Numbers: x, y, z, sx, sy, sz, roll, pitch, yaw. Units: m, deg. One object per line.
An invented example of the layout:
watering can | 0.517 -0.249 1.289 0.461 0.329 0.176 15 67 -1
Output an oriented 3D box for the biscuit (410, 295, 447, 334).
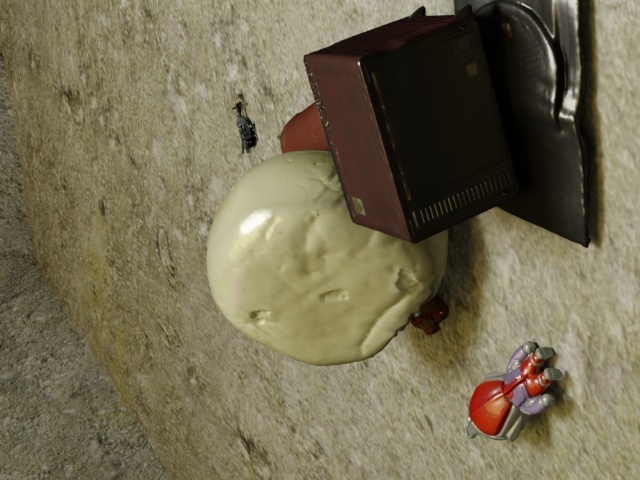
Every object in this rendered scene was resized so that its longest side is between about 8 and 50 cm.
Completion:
biscuit | 0.148 0.083 1.827 0.119 0.019 0.129 -27 82 65

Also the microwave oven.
microwave oven | 0.111 -0.144 1.465 0.188 0.178 0.247 23 133 66

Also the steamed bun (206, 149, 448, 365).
steamed bun | 0.000 0.000 1.719 0.334 0.312 0.233 -42 27 29

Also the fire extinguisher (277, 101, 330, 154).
fire extinguisher | 0.024 -0.149 1.839 0.147 0.106 0.337 47 158 -8

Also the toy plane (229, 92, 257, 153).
toy plane | -0.145 -0.216 2.212 0.049 0.031 0.120 -148 42 -66

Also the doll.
doll | 0.254 0.219 1.636 0.227 0.075 0.102 122 140 -48

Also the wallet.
wallet | 0.238 -0.172 1.439 0.247 0.041 0.322 34 139 55
